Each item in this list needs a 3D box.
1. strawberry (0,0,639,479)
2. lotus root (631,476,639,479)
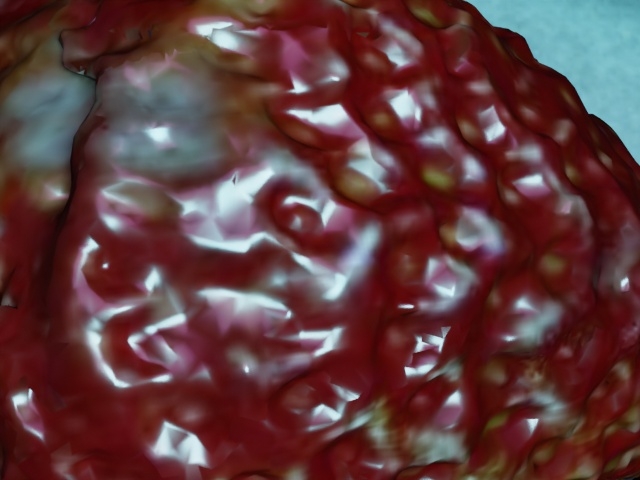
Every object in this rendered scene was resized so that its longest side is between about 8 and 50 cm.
[{"bbox_3d":[-0.010,-0.008,0.546,0.310,0.292,0.291,-22,78,-6],"label":"strawberry"},{"bbox_3d":[0.151,0.241,0.554,0.196,0.179,0.397,21,77,-19],"label":"lotus root"}]
